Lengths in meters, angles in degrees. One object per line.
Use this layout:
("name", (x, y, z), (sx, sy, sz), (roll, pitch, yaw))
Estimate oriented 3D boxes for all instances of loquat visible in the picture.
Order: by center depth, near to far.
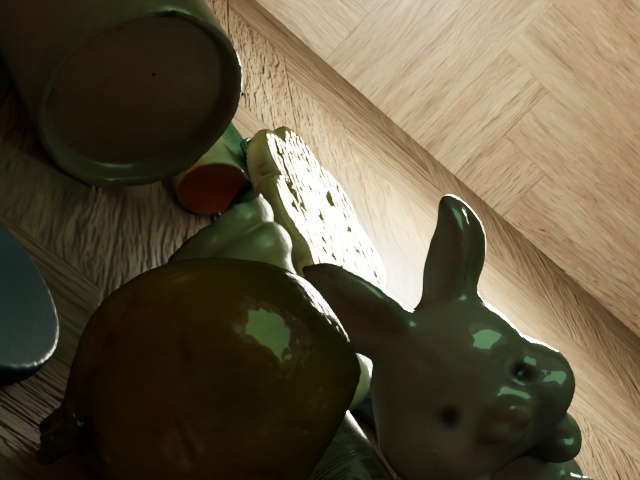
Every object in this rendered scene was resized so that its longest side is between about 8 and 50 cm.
("loquat", (-0.099, 0.113, 0.914), (0.246, 0.213, 0.213), (-13, 53, -36))

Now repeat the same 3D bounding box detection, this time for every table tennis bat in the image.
("table tennis bat", (-0.313, -0.012, 0.993), (0.215, 0.044, 0.329), (27, 25, -46))

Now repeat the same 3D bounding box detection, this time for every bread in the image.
("bread", (0.000, 0.000, 1.494), (0.316, 0.054, 0.316), (53, 19, -27))

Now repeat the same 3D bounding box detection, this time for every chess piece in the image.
("chess piece", (-0.043, 0.086, 1.306), (0.243, 0.133, 0.133), (53, 16, 7))

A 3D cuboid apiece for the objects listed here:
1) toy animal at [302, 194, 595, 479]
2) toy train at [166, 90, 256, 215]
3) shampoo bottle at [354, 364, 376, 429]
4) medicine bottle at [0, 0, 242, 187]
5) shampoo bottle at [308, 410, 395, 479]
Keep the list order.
("toy animal", (0.122, 0.149, 1.200), (0.241, 0.196, 0.368), (35, -30, 51))
("toy train", (-0.165, -0.135, 1.611), (0.177, 0.116, 0.285), (13, 33, -42))
("shampoo bottle", (0.057, 0.180, 1.431), (0.233, 0.049, 0.087), (40, 8, -13))
("medicine bottle", (-0.270, -0.274, 1.436), (0.235, 0.236, 0.406), (28, 22, -46))
("shampoo bottle", (-0.002, 0.194, 1.167), (0.085, 0.085, 0.262), (24, 24, -53))
